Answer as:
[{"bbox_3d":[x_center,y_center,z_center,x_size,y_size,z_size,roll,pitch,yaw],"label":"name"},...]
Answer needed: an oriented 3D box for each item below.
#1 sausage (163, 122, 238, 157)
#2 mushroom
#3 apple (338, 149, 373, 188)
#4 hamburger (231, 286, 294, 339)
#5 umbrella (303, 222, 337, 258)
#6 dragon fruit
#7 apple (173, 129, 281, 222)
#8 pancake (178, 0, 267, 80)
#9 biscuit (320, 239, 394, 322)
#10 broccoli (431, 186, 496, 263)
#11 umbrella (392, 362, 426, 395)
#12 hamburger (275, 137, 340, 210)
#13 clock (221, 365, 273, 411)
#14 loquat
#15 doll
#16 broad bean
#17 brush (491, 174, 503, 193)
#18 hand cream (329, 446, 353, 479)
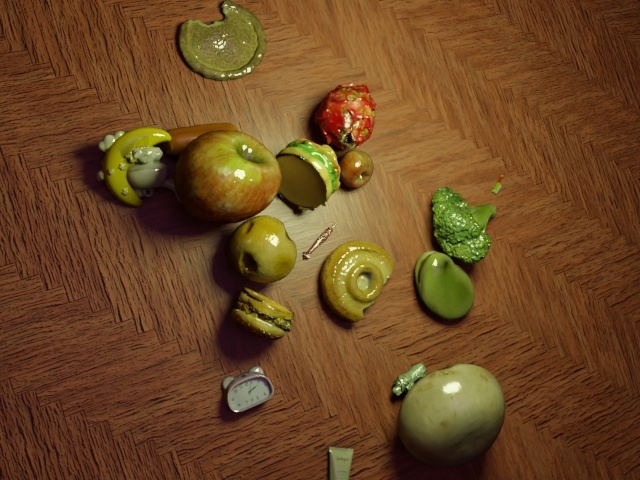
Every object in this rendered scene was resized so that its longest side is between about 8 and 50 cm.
[{"bbox_3d":[-0.364,-0.309,1.794,0.239,0.098,0.098,-11,86,-22],"label":"sausage"},{"bbox_3d":[0.407,0.543,1.863,0.363,0.294,0.362,-11,122,-18],"label":"mushroom"},{"bbox_3d":[0.114,-0.240,1.938,0.126,0.126,0.102,-21,49,-21],"label":"apple"},{"bbox_3d":[-0.169,0.230,1.740,0.191,0.182,0.117,25,90,-23],"label":"hamburger"},{"bbox_3d":[0.000,0.000,1.912,0.165,0.025,0.027,-48,121,-17],"label":"umbrella"},{"bbox_3d":[0.084,-0.391,1.893,0.210,0.205,0.268,-6,47,8],"label":"dragon fruit"},{"bbox_3d":[-0.278,-0.176,1.705,0.310,0.250,0.277,13,41,-35],"label":"apple"},{"bbox_3d":[-0.317,-0.658,1.895,0.289,0.033,0.285,6,81,-18],"label":"pancake"},{"bbox_3d":[0.110,0.118,1.897,0.213,0.091,0.274,36,74,-13],"label":"biscuit"},{"bbox_3d":[0.480,-0.063,2.037,0.254,0.186,0.302,37,29,-7],"label":"broccoli"},{"bbox_3d":[0.293,0.464,1.924,0.144,0.067,0.062,-34,130,-28],"label":"umbrella"},{"bbox_3d":[-0.034,-0.222,1.833,0.237,0.237,0.149,45,52,-8],"label":"hamburger"},{"bbox_3d":[-0.221,0.449,1.751,0.153,0.050,0.109,-19,88,-21],"label":"clock"},{"bbox_3d":[-0.169,0.025,1.753,0.213,0.213,0.212,3,81,-19],"label":"loquat"},{"bbox_3d":[-0.529,-0.213,1.710,0.252,0.111,0.237,-9,105,-18],"label":"doll"},{"bbox_3d":[0.427,0.159,1.987,0.189,0.121,0.263,-42,99,-16],"label":"broad bean"},{"bbox_3d":[0.672,-0.211,2.182,0.021,0.019,0.083,39,72,-21],"label":"brush"},{"bbox_3d":[0.058,0.745,1.807,0.087,0.054,0.186,13,71,-22],"label":"hand cream"}]
